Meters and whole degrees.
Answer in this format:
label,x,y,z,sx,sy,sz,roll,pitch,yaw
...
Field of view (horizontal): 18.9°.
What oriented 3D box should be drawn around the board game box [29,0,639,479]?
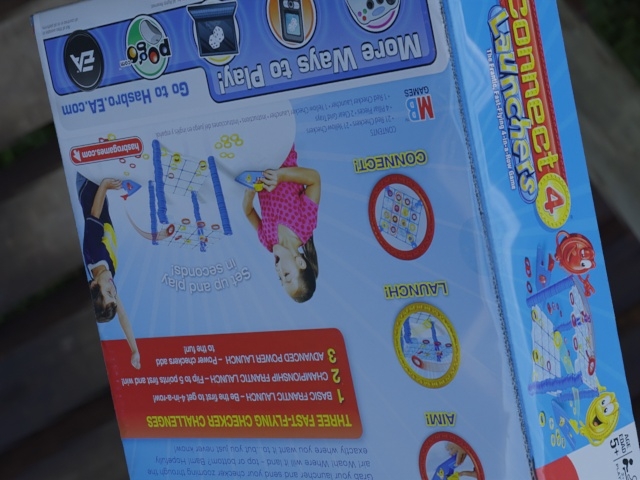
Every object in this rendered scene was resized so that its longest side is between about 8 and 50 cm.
label,x,y,z,sx,sy,sz,roll,pitch,yaw
board game box,0.000,0.000,1.011,0.308,0.302,0.086,-5,-171,45
